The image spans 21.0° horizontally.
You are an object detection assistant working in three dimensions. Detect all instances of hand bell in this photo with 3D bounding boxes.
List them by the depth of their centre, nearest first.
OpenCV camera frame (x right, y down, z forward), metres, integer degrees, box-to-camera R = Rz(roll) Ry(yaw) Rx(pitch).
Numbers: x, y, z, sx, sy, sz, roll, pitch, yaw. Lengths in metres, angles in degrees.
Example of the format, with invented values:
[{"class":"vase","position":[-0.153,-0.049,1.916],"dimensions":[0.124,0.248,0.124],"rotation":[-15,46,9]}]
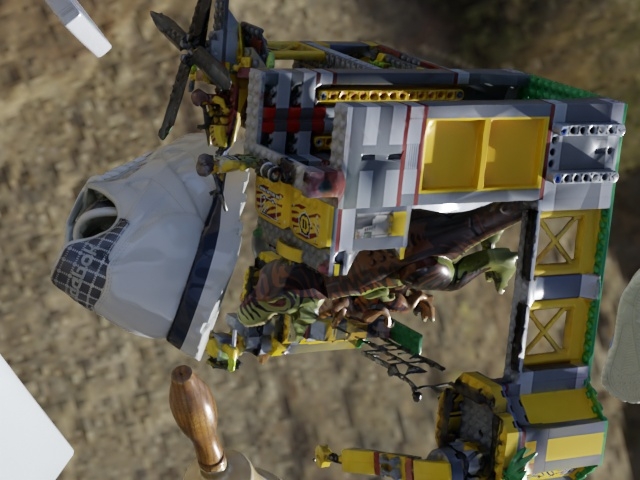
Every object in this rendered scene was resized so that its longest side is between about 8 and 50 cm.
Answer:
[{"class":"hand bell","position":[-0.102,0.194,1.566],"dimensions":[0.242,0.126,0.126],"rotation":[75,19,-48]}]

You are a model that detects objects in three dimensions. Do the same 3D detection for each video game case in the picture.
[{"class":"video game case","position":[-0.280,-0.271,1.695],"dimensions":[0.183,0.023,0.201],"rotation":[53,0,3]}]

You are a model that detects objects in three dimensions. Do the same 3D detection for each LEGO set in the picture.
[{"class":"LEGO set","position":[0.000,0.000,0.915],"dimensions":[0.192,0.331,0.255],"rotation":[-3,115,-30]}]

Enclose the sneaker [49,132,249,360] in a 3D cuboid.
[{"class":"sneaker","position":[-0.096,-0.016,1.003],"dimensions":[0.235,0.094,0.090],"rotation":[-95,-158,-71]}]

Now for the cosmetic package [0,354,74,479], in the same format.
[{"class":"cosmetic package","position":[-0.364,0.031,1.152],"dimensions":[0.097,0.377,0.284],"rotation":[-53,159,-15]}]

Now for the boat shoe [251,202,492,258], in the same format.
[{"class":"boat shoe","position":[0.052,-0.047,1.406],"dimensions":[0.335,0.119,0.121],"rotation":[-14,72,-56]}]

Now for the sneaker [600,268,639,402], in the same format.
[{"class":"sneaker","position":[0.246,0.041,1.232],"dimensions":[0.152,0.058,0.085],"rotation":[100,16,-46]}]
